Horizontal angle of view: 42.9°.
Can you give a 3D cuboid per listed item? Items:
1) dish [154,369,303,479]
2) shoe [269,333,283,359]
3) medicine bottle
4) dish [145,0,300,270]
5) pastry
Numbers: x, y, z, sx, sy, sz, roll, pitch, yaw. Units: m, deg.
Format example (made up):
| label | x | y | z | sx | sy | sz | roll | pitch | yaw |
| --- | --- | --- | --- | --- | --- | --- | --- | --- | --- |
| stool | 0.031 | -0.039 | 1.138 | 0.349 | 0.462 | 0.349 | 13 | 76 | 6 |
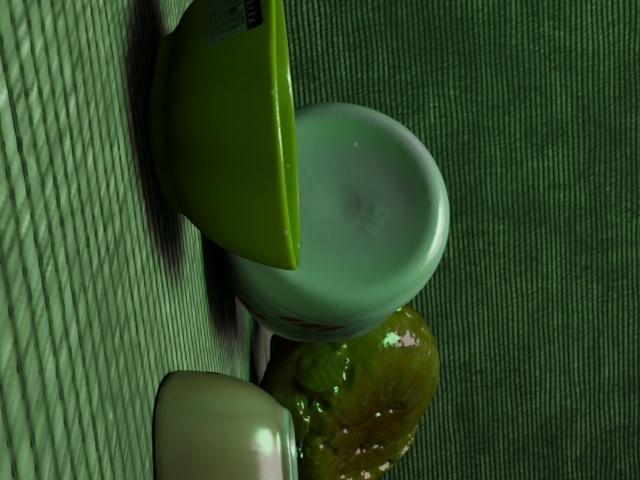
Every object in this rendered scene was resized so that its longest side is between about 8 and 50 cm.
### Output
| label | x | y | z | sx | sy | sz | roll | pitch | yaw |
| --- | --- | --- | --- | --- | --- | --- | --- | --- | --- |
| dish | -0.057 | 0.192 | 0.598 | 0.213 | 0.090 | 0.213 | 174 | -90 | -90 |
| shoe | -0.081 | 0.254 | 1.634 | 0.053 | 0.062 | 0.159 | 55 | 27 | -64 |
| medicine bottle | 0.000 | 0.000 | 1.015 | 0.325 | 0.256 | 0.256 | 122 | -36 | -72 |
| dish | -0.078 | -0.105 | 0.671 | 0.221 | 0.108 | 0.263 | 85 | 1 | -57 |
| pastry | 0.053 | 0.254 | 1.326 | 0.164 | 0.356 | 0.356 | 30 | -47 | 49 |
